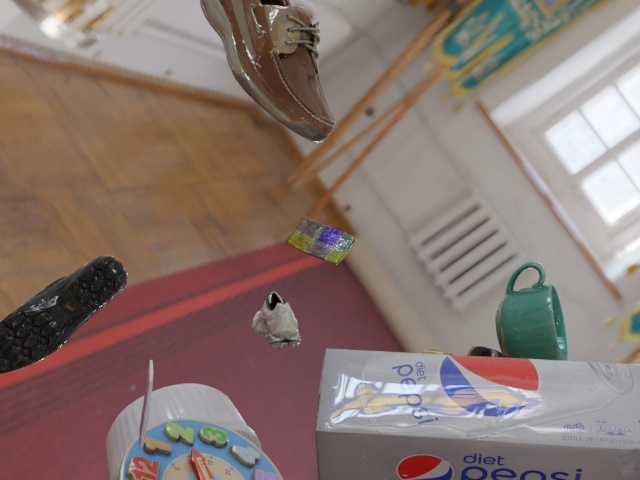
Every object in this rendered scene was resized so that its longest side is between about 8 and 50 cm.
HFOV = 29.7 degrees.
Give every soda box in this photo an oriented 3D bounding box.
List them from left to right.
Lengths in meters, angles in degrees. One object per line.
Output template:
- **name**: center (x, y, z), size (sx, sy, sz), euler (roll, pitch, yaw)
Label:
- **soda box**: center (0.141, 0.159, 1.011), size (0.091, 0.286, 0.098), euler (-82, 171, -45)

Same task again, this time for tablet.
- **tablet**: center (-0.186, 0.175, 1.291), size (0.006, 0.083, 0.054), euler (8, 16, -10)

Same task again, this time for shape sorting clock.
- **shape sorting clock**: center (-0.124, 0.281, 1.338), size (0.206, 0.040, 0.206), euler (16, 39, -14)

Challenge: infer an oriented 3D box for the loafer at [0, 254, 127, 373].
- **loafer**: center (-0.352, 0.100, 1.598), size (0.076, 0.223, 0.078), euler (54, -13, -6)

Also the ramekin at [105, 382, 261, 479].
- **ramekin**: center (-0.250, 0.363, 2.107), size (0.273, 0.273, 0.127), euler (35, 21, -50)

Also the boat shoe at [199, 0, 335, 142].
- **boat shoe**: center (-0.060, -0.271, 1.656), size (0.123, 0.116, 0.324), euler (18, 34, -53)

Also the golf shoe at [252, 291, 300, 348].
- **golf shoe**: center (-0.074, 0.126, 2.057), size (0.176, 0.069, 0.086), euler (-159, -116, -70)

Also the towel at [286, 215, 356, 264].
- **towel**: center (0.000, 0.000, 1.643), size (0.083, 0.009, 0.060), euler (24, 49, 19)

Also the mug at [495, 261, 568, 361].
- **mug**: center (0.336, 0.129, 1.944), size (0.129, 0.097, 0.158), euler (54, 30, -54)

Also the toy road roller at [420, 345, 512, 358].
- **toy road roller**: center (0.211, 0.296, 1.863), size (0.240, 0.202, 0.329), euler (11, -28, 42)
